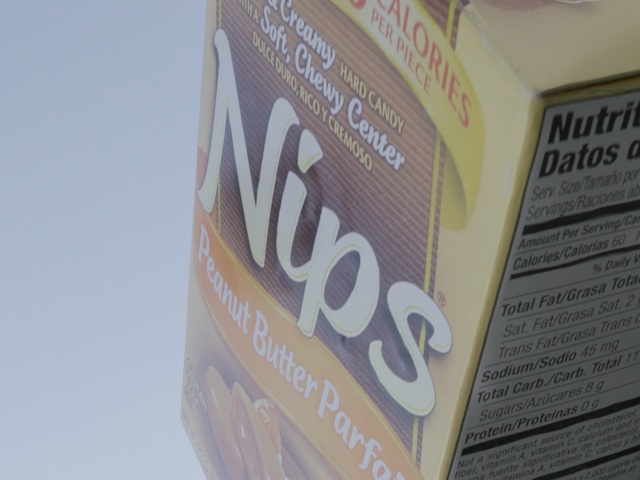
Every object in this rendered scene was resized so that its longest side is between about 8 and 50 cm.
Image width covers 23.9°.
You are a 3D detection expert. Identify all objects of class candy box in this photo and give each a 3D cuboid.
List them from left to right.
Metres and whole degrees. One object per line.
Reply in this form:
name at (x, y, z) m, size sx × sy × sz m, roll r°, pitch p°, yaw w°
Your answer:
candy box at (0.028, 0.014, 0.490) m, size 0.087 × 0.183 × 0.316 m, roll -14°, pitch -42°, yaw -21°
